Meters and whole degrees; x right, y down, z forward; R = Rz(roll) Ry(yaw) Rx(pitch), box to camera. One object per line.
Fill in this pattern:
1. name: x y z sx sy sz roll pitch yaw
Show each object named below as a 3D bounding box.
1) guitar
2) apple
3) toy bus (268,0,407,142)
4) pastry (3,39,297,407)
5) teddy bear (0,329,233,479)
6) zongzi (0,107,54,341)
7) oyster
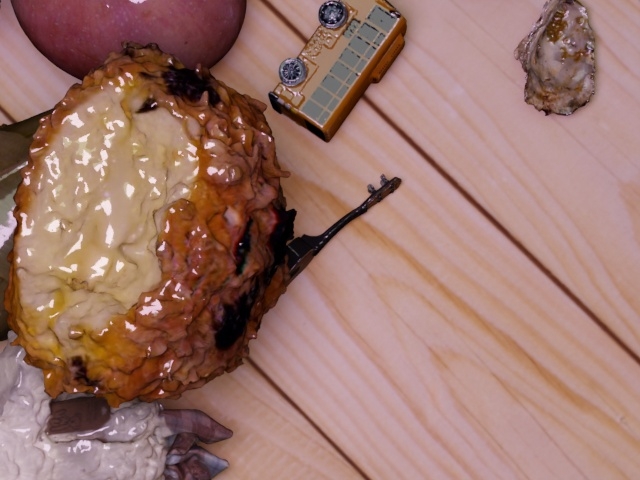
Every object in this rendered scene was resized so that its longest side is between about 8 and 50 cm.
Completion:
1. guitar: -0.001 -0.002 1.531 0.271 0.084 0.038 -42 82 -9
2. apple: -0.245 -0.335 1.489 0.306 0.235 0.305 -1 75 2
3. toy bus: 0.028 -0.239 1.539 0.114 0.098 0.201 35 86 5
4. pastry: -0.176 -0.004 1.335 0.292 0.337 0.405 6 80 20
5. teddy bear: -0.365 0.224 1.452 0.362 0.327 0.375 -23 48 -40
6. zongzi: -0.401 -0.136 1.512 0.418 0.181 0.447 42 84 6
7. oyster: 0.313 -0.252 1.550 0.105 0.056 0.177 0 84 -9
